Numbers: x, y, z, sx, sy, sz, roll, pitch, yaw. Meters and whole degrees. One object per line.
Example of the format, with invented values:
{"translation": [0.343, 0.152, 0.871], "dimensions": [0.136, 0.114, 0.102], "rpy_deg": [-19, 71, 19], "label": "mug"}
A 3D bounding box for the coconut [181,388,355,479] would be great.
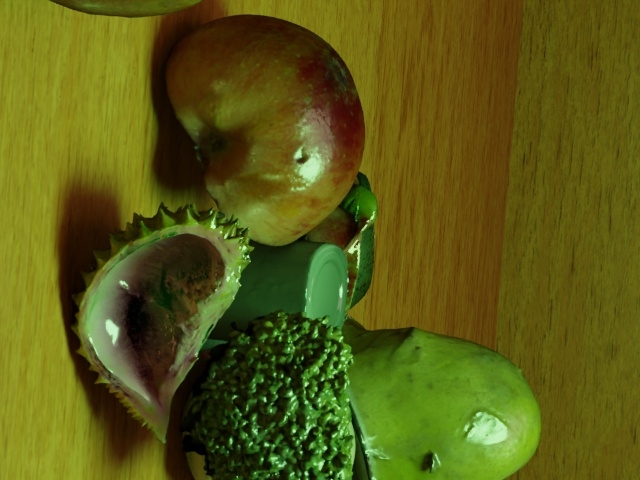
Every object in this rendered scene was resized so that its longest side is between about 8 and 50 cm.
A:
{"translation": [-0.068, 0.254, 1.842], "dimensions": [0.230, 0.227, 0.227], "rpy_deg": [72, 29, -58], "label": "coconut"}

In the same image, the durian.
{"translation": [-0.191, 0.059, 1.545], "dimensions": [0.186, 0.154, 0.260], "rpy_deg": [30, 102, -44], "label": "durian"}

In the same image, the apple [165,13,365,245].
{"translation": [-0.044, -0.158, 1.717], "dimensions": [0.293, 0.163, 0.251], "rpy_deg": [61, 29, -5], "label": "apple"}

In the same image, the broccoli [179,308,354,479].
{"translation": [-0.015, 0.198, 1.626], "dimensions": [0.273, 0.180, 0.243], "rpy_deg": [-18, 124, -49], "label": "broccoli"}

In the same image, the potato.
{"translation": [0.147, 0.240, 2.083], "dimensions": [0.397, 0.295, 0.290], "rpy_deg": [-127, -155, -64], "label": "potato"}

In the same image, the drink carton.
{"translation": [-0.079, 0.063, 1.820], "dimensions": [0.185, 0.189, 0.191], "rpy_deg": [1, 94, -66], "label": "drink carton"}

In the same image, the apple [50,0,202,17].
{"translation": [-0.162, -0.361, 1.333], "dimensions": [0.301, 0.301, 0.302], "rpy_deg": [5, 90, -71], "label": "apple"}

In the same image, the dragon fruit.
{"translation": [0.000, 0.000, 1.991], "dimensions": [0.268, 0.130, 0.295], "rpy_deg": [145, -60, -76], "label": "dragon fruit"}
